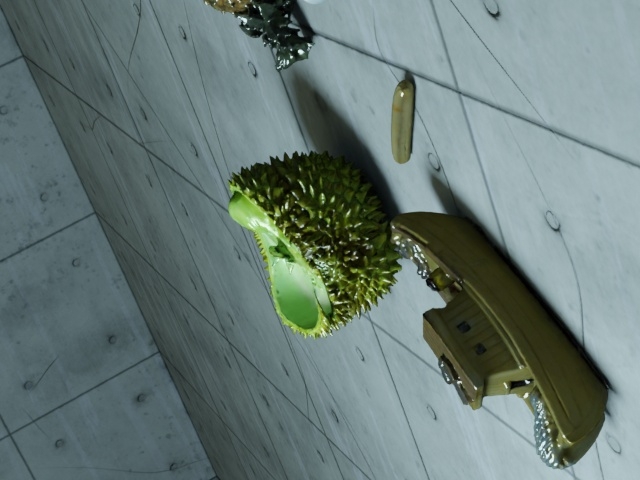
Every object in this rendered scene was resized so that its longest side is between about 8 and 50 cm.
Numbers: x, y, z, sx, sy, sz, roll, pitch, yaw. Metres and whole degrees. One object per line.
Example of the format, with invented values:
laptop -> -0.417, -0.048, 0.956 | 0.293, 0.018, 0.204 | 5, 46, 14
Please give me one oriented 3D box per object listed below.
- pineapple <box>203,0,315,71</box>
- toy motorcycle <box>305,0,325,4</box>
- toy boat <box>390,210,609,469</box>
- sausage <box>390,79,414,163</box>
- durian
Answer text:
pineapple -> -0.079, -0.288, 1.610 | 0.198, 0.108, 0.108 | 50, 166, -7
toy motorcycle -> -0.039, -0.318, 1.423 | 0.171, 0.110, 0.260 | 51, 164, -28
toy boat -> 0.170, 0.097, 1.427 | 0.321, 0.121, 0.089 | 53, 168, 25
sausage -> 0.088, -0.127, 1.472 | 0.024, 0.024, 0.132 | 53, 163, 28
durian -> -0.001, -0.004, 1.689 | 0.237, 0.176, 0.200 | 63, 175, 14
